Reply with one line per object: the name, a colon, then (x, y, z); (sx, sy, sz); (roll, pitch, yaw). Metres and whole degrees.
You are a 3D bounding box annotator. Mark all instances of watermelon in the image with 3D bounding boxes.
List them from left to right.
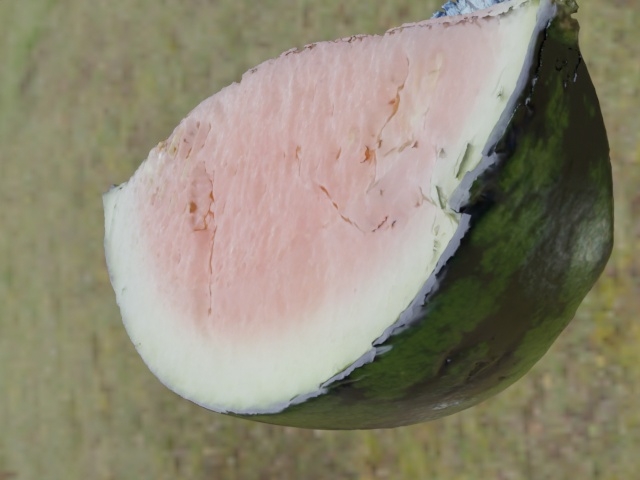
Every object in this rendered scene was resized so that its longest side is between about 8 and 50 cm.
watermelon: (0.005, -0.002, 0.576); (0.245, 0.063, 0.119); (-20, 74, 56)

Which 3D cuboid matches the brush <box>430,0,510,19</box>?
brush: (0.034, -0.055, 0.749); (0.178, 0.030, 0.033); (-43, 64, 31)
